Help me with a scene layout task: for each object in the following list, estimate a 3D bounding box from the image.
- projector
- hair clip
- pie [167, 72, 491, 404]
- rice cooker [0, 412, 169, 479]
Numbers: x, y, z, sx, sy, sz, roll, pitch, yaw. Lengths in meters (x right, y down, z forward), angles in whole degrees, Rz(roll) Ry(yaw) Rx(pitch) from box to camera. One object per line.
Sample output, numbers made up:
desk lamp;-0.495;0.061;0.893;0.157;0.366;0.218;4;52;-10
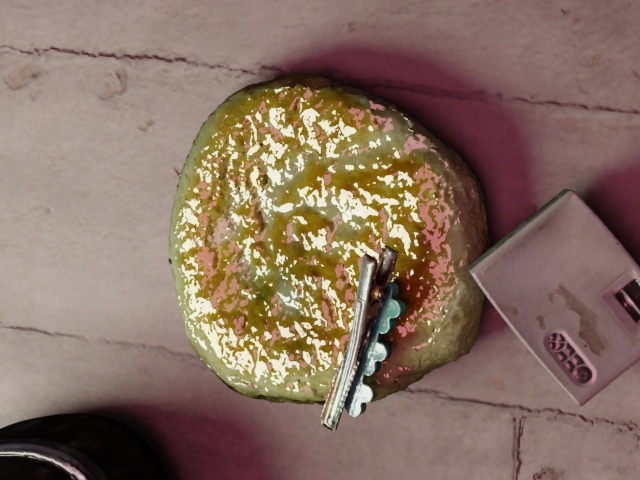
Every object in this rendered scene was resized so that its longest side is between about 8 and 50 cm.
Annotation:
projector;0.211;0.046;1.511;0.115;0.061;0.147;-39;93;3
hair clip;0.040;0.087;1.541;0.049;0.049;0.173;22;112;16
pie;0.000;0.000;1.604;0.323;0.070;0.323;5;102;23
rice cooker;-0.256;0.292;1.685;0.267;0.224;0.267;5;102;22
